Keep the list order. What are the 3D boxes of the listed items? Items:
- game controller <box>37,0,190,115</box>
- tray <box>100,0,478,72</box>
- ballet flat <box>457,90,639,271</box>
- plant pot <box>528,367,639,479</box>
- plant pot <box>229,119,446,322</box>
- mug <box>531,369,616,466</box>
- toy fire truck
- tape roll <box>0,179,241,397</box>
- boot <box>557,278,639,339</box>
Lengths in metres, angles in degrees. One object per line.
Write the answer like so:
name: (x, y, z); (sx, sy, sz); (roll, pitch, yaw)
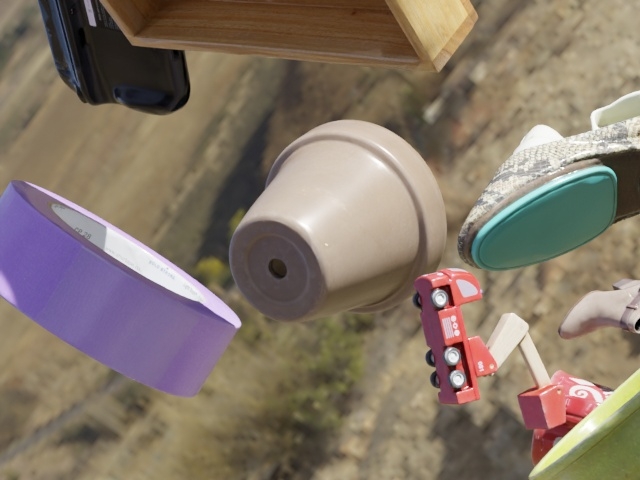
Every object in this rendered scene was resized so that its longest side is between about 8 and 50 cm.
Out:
game controller: (-0.234, -0.262, 1.834); (0.319, 0.166, 0.067); (84, -161, -50)
tray: (-0.073, -0.257, 1.468); (0.411, 0.203, 0.076); (12, 57, 46)
ballet flat: (0.377, -0.101, 2.183); (0.482, 0.164, 0.182); (-19, 48, -8)
plant pot: (0.381, 0.224, 1.562); (0.276, 0.254, 0.276); (-41, -7, -6)
plant pot: (0.000, 0.000, 2.177); (0.263, 0.263, 0.229); (-40, -3, 38)
mug: (0.327, 0.223, 1.857); (0.150, 0.169, 0.113); (-17, -61, -66)
toy fire truck: (0.181, 0.117, 1.786); (0.135, 0.192, 0.047); (-13, 1, -26)
tape roll: (-0.218, 0.048, 1.699); (0.090, 0.275, 0.275); (-57, 15, 3)
boot: (0.331, 0.084, 1.870); (0.118, 0.042, 0.087); (-39, 27, -5)
